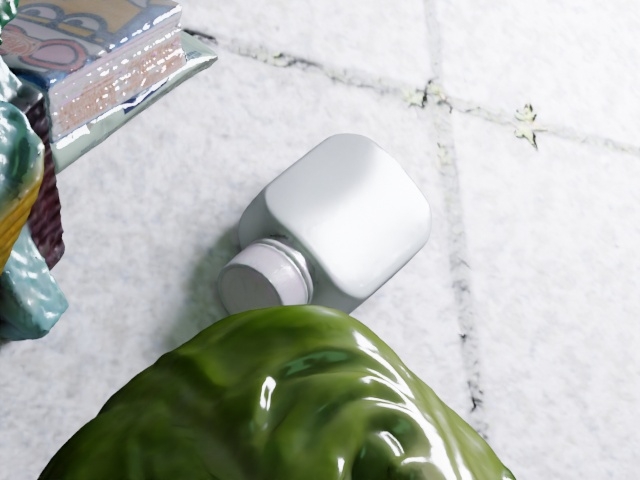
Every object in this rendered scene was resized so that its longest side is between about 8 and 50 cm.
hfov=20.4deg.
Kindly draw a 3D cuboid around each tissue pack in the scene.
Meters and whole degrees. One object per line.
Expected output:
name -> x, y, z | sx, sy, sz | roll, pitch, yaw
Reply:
tissue pack -> -0.192, -0.141, 1.337 | 0.115, 0.065, 0.155 | 22, 42, 30

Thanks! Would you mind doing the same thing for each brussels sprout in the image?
brussels sprout -> -0.012, 0.203, 0.953 | 0.289, 0.354, 0.281 | -43, 111, -16

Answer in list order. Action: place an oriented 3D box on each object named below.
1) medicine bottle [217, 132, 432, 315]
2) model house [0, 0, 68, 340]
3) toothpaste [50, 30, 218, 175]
medicine bottle -> 0.000, 0.000, 1.392 | 0.119, 0.069, 0.183 | 48, 48, 1
model house -> -0.277, 0.007, 1.146 | 0.280, 0.230, 0.249 | -49, 117, -39
toothpaste -> -0.165, -0.107, 1.377 | 0.060, 0.038, 0.233 | 36, 46, 9
